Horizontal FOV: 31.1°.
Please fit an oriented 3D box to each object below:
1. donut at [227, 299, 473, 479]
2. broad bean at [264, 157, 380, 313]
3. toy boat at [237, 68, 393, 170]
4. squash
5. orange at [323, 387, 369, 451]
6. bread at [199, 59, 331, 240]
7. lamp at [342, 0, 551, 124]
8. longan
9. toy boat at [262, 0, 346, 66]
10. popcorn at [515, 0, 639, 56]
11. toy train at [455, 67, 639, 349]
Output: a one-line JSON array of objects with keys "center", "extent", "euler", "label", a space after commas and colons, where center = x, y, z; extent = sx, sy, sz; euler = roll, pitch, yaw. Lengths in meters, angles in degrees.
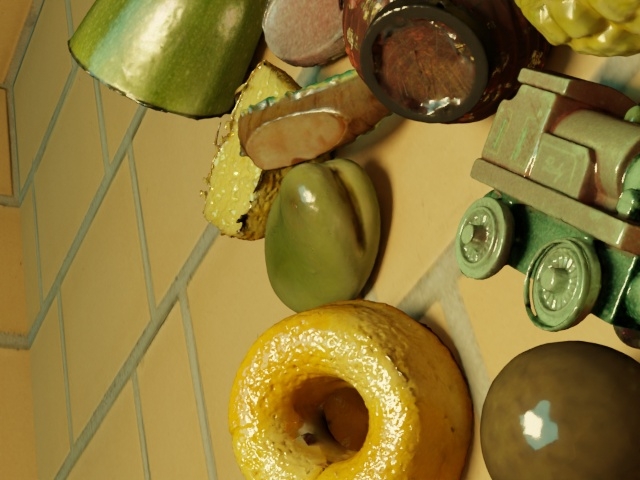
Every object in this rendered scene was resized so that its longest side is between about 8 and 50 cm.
[{"center": [0.021, 0.208, 1.345], "extent": [0.303, 0.110, 0.302], "euler": [-6, 79, 30], "label": "donut"}, {"center": [0.000, 0.000, 1.574], "extent": [0.189, 0.121, 0.263], "euler": [55, 150, 21], "label": "broad bean"}, {"center": [0.011, -0.166, 1.501], "extent": [0.293, 0.108, 0.099], "euler": [-22, 28, 27], "label": "toy boat"}, {"center": [-0.230, -0.407, 1.916], "extent": [0.308, 0.310, 0.310], "euler": [-65, 32, 27], "label": "squash"}, {"center": [0.005, 0.241, 1.500], "extent": [0.155, 0.134, 0.154], "euler": [180, 90, -85], "label": "orange"}, {"center": [-0.066, -0.123, 1.701], "extent": [0.160, 0.147, 0.260], "euler": [34, 107, 51], "label": "bread"}, {"center": [0.139, -0.243, 1.263], "extent": [0.247, 0.247, 0.246], "euler": [-24, 63, 59], "label": "lamp"}, {"center": [0.243, 0.183, 1.034], "extent": [0.205, 0.159, 0.184], "euler": [9, 113, 25], "label": "longan"}, {"center": [0.008, -0.335, 1.698], "extent": [0.227, 0.085, 0.155], "euler": [-16, 78, 48], "label": "toy boat"}, {"center": [0.271, -0.305, 1.026], "extent": [0.258, 0.224, 0.270], "euler": [144, 122, -63], "label": "popcorn"}, {"center": [0.254, -0.032, 1.075], "extent": [0.304, 0.150, 0.221], "euler": [38, 110, 61], "label": "toy train"}]
